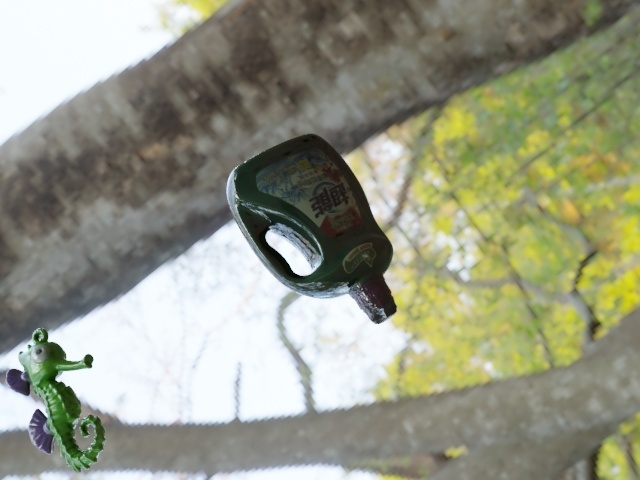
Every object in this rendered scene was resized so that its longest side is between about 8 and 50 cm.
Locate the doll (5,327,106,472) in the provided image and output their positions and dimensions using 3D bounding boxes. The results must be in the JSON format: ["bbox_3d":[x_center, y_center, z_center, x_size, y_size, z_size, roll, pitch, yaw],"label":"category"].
[{"bbox_3d":[-0.305,0.187,1.823,0.050,0.115,0.190,14,-136,-54],"label":"doll"}]

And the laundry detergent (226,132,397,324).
[{"bbox_3d":[0.000,0.000,1.670,0.144,0.078,0.221,-25,-106,-21],"label":"laundry detergent"}]
